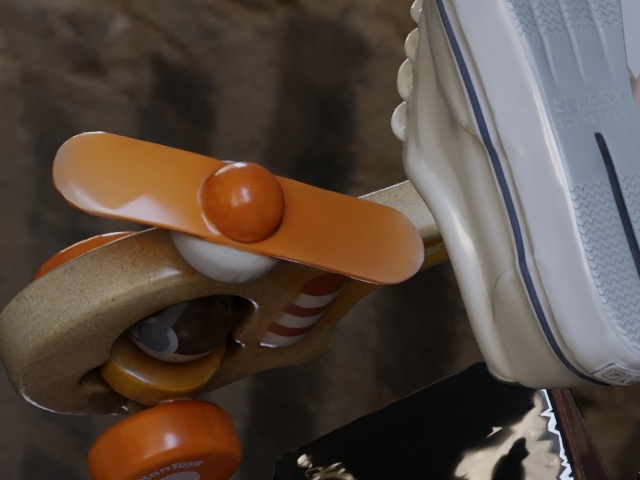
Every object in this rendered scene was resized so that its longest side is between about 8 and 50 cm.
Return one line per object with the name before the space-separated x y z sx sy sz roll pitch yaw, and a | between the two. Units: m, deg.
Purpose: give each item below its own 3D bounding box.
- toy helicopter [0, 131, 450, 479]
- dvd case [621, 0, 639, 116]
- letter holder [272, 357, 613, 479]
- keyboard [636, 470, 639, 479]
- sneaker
toy helicopter | 0.000 0.000 1.041 0.235 0.355 0.140 76 -7 -64
dvd case | 0.241 -0.064 1.178 0.022 0.180 0.253 -13 -60 49
letter holder | 0.091 0.214 0.881 0.214 0.152 0.302 61 9 -17
keyboard | 0.200 0.169 1.220 0.192 0.038 0.100 -60 156 -81
sneaker | 0.064 -0.064 0.767 0.091 0.094 0.258 -21 -103 43
